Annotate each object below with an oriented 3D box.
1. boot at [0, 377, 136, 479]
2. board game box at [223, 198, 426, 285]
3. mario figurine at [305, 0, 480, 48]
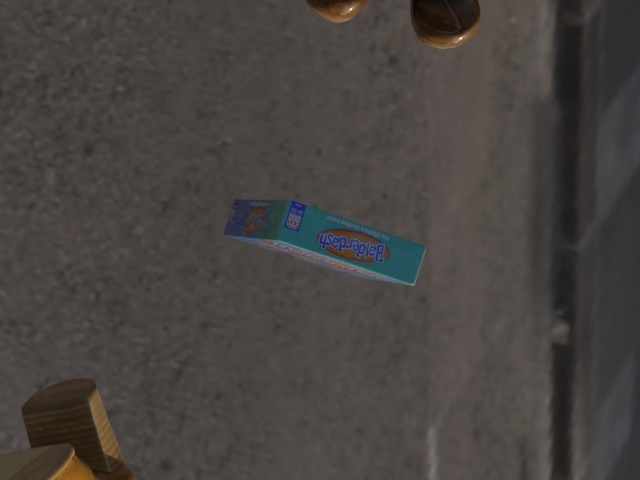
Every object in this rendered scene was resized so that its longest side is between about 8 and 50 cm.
[{"bbox_3d":[-0.178,0.233,1.033,0.295,0.104,0.211,-51,129,-72],"label":"boot"},{"bbox_3d":[0.000,0.000,1.676,0.210,0.160,0.047,-177,-75,-72],"label":"board game box"},{"bbox_3d":[0.063,-0.253,1.011,0.198,0.170,0.321,-15,145,-19],"label":"mario figurine"}]
